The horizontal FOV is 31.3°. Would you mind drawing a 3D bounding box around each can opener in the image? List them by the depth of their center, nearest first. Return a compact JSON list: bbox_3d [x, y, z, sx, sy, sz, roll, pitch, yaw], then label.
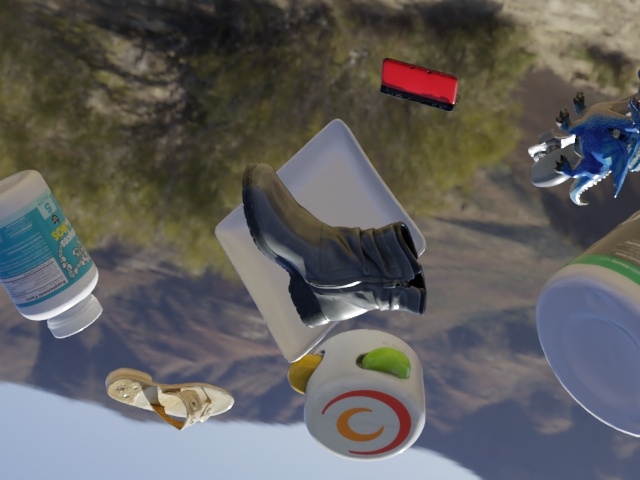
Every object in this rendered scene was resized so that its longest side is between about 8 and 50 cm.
[{"bbox_3d":[0.450,-0.156,1.782,0.076,0.095,0.283,23,148,-39],"label":"can opener"}]

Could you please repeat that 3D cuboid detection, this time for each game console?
[{"bbox_3d":[0.191,-0.302,2.127,0.144,0.085,0.124,18,-151,11],"label":"game console"}]

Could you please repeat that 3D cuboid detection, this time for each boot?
[{"bbox_3d":[0.024,-0.004,1.290,0.161,0.083,0.246,-11,129,22],"label":"boot"}]

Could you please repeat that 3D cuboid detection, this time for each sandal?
[{"bbox_3d":[-0.250,0.285,1.923,0.240,0.088,0.079,20,-146,-32],"label":"sandal"}]

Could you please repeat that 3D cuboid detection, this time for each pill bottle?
[{"bbox_3d":[0.421,0.035,1.226,0.361,0.204,0.204,-32,-157,-27],"label":"pill bottle"},{"bbox_3d":[-0.463,0.028,1.873,0.146,0.146,0.264,10,132,58],"label":"pill bottle"}]

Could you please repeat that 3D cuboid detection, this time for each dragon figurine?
[{"bbox_3d":[0.412,-0.122,1.612,0.144,0.085,0.289,26,141,30],"label":"dragon figurine"}]

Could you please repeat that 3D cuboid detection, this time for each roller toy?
[{"bbox_3d":[0.069,0.246,1.837,0.209,0.146,0.191,-21,122,17],"label":"roller toy"}]

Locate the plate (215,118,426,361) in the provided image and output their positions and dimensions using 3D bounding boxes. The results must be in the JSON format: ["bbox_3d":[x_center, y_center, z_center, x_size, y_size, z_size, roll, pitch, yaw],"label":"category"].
[{"bbox_3d":[0.000,0.000,1.719,0.045,0.278,0.277,25,-153,-54],"label":"plate"}]
